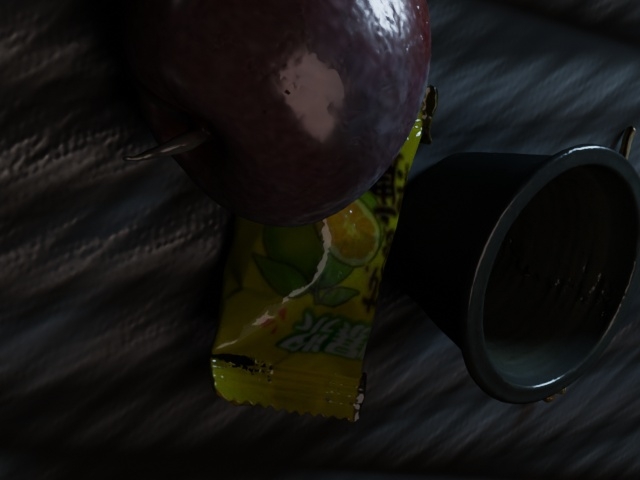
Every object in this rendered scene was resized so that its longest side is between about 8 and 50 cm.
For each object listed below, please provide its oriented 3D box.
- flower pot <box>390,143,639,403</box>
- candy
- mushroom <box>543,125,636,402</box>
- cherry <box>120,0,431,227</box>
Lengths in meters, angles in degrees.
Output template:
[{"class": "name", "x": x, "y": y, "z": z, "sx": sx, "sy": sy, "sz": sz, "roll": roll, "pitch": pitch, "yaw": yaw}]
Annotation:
[{"class": "flower pot", "x": 0.159, "y": 0.011, "z": 1.678, "sx": 0.235, "sy": 0.148, "sz": 0.235, "roll": -20, "pitch": 121, "yaw": -37}, {"class": "candy", "x": 0.000, "y": 0.000, "z": 1.587, "sx": 0.187, "sy": 0.081, "sz": 0.297, "roll": 12, "pitch": 91, "yaw": -42}, {"class": "mushroom", "x": 0.258, "y": 0.025, "z": 1.863, "sx": 0.028, "sy": 0.026, "sz": 0.286, "roll": -6, "pitch": 113, "yaw": -57}, {"class": "cherry", "x": -0.034, "y": -0.129, "z": 1.400, "sx": 0.285, "sy": 0.213, "sz": 0.236, "roll": -39, "pitch": 138, "yaw": -31}]
